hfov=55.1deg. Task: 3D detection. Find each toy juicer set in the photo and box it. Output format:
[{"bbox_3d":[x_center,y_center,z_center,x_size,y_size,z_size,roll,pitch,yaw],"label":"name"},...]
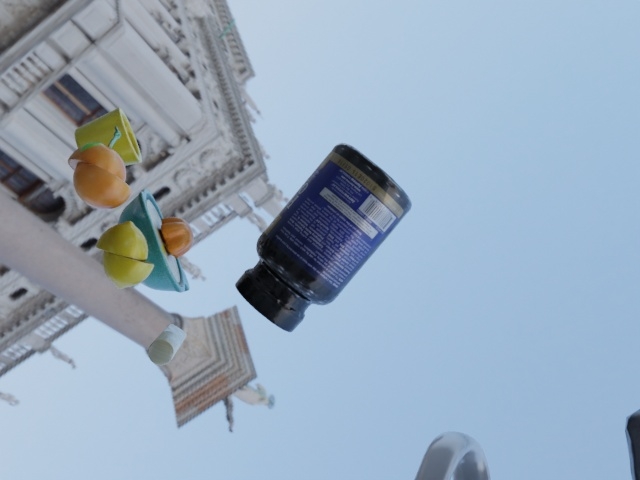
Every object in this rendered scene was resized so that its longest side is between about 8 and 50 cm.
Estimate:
[{"bbox_3d":[-0.191,0.016,0.721,0.089,0.329,0.209,-19,-158,-7],"label":"toy juicer set"}]

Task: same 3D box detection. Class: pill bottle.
[{"bbox_3d":[0.000,0.000,0.754,0.219,0.122,0.123,-50,-137,1],"label":"pill bottle"}]

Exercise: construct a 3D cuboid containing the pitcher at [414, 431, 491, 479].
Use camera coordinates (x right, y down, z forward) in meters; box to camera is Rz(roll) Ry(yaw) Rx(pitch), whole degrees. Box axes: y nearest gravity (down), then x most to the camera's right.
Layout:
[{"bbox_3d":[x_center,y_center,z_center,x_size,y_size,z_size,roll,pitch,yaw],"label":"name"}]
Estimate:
[{"bbox_3d":[0.037,0.183,0.260,0.125,0.207,0.178,-12,-103,32],"label":"pitcher"}]
